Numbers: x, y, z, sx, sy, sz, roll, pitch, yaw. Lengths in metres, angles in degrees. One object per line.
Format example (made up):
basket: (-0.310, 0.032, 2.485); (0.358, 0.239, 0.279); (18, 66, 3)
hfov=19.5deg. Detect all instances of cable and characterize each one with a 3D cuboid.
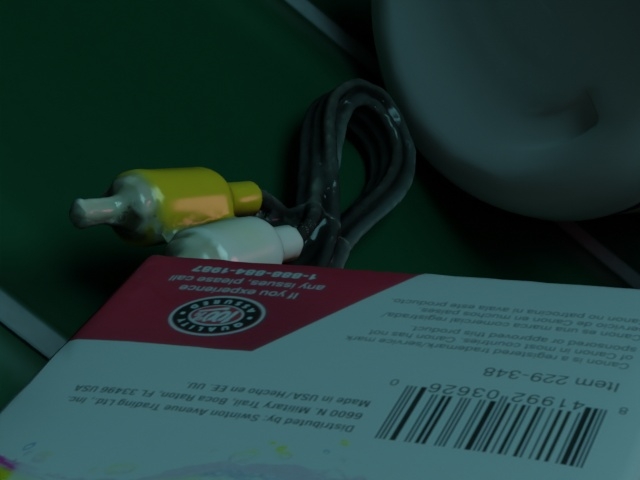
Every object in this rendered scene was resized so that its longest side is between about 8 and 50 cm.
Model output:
cable: (0.000, 0.000, 0.858); (0.139, 0.072, 0.287); (53, 36, 2)

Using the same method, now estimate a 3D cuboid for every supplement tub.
supplement tub: (0.213, -0.136, 1.055); (0.325, 0.235, 0.235); (-6, 60, -46)

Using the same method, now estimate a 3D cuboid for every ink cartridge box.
ink cartridge box: (-0.015, 0.133, 0.577); (0.226, 0.131, 0.306); (5, 31, 23)
